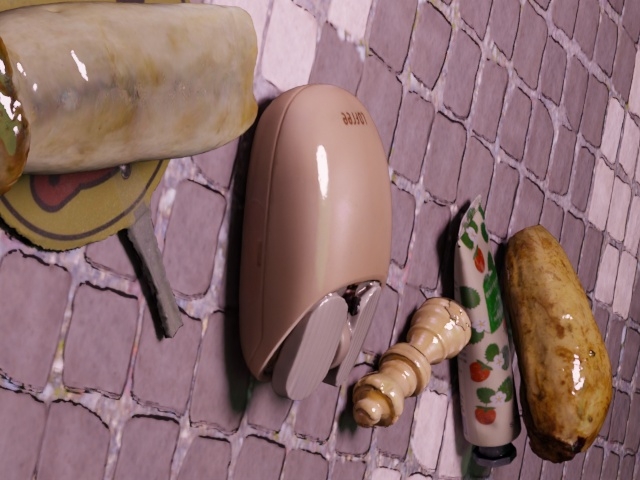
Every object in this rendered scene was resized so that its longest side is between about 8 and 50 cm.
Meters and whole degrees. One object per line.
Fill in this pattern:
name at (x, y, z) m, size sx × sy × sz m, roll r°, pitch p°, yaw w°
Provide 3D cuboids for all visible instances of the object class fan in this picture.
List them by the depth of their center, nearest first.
fan at (-0.133, -0.070, 0.988) m, size 0.229 × 0.011 × 0.335 m, roll -55°, pitch 142°, yaw -41°

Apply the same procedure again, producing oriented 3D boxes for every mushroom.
mushroom at (-0.131, -0.087, 0.901) m, size 0.312 × 0.081 × 0.100 m, roll -20°, pitch 117°, yaw -63°

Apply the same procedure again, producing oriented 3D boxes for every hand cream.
hand cream at (0.161, 0.096, 1.560) m, size 0.095 × 0.059 × 0.276 m, roll -52°, pitch 138°, yaw -59°

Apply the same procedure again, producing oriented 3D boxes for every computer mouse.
computer mouse at (0.000, 0.000, 1.191) m, size 0.145 × 0.082 × 0.236 m, roll -5°, pitch 100°, yaw -63°

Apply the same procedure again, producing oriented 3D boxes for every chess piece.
chess piece at (0.076, 0.114, 1.399) m, size 0.172 × 0.060 × 0.060 m, roll -42°, pitch 132°, yaw -49°

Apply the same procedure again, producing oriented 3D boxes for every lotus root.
lotus root at (0.239, 0.099, 1.598) m, size 0.110 × 0.097 × 0.258 m, roll 77°, pitch 4°, yaw -67°
